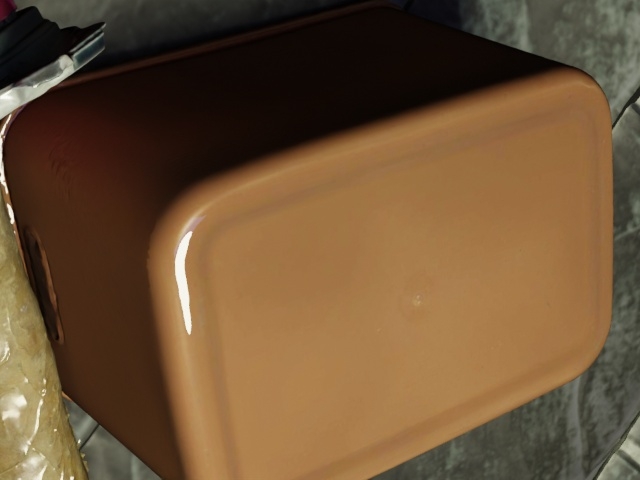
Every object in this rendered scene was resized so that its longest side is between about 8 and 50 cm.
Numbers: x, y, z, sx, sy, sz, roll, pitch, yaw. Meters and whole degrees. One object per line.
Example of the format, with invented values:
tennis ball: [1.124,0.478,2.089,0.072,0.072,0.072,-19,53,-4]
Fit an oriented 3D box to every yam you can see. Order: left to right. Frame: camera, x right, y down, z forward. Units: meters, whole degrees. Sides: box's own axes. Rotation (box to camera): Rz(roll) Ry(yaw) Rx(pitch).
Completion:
yam: [-0.197,0.102,0.761,0.081,0.081,0.357,-21,111,-19]

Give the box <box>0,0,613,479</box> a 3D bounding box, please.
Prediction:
box: [0.000,0.000,0.786,0.339,0.229,0.239,-20,117,-27]

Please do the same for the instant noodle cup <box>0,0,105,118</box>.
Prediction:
instant noodle cup: [-0.275,-0.116,0.611,0.302,0.258,0.182,-24,108,15]
